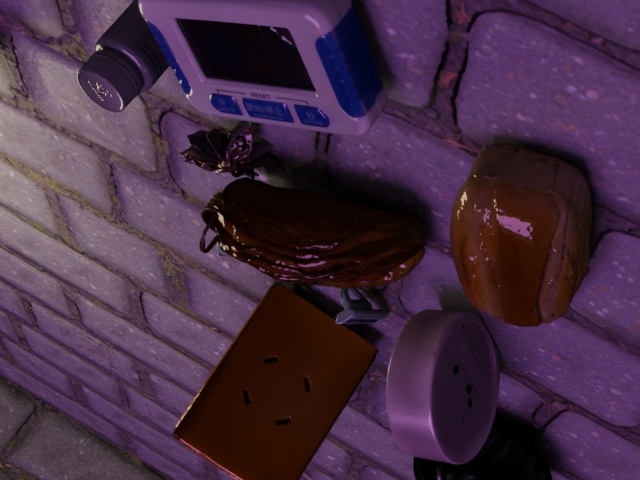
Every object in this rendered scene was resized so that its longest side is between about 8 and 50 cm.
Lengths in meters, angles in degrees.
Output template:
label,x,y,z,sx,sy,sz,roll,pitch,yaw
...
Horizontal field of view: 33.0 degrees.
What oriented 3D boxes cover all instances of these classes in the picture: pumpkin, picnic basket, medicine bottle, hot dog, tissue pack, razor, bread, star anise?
label,x,y,z,sx,sy,sz,roll,pitch,yaw
pumpkin,0.245,0.361,1.647,0.220,0.162,0.220,27,148,19
picnic basket,-0.146,-0.019,1.541,0.072,0.083,0.072,27,152,16
medicine bottle,-0.214,-0.214,1.239,0.080,0.130,0.080,27,154,15
hot dog,0.000,0.000,1.343,0.272,0.122,0.196,15,-177,29
tissue pack,-0.068,0.236,1.647,0.194,0.275,0.145,34,166,3
razor,-0.036,0.048,1.575,0.277,0.056,0.111,26,-171,28
bread,0.212,0.005,1.147,0.140,0.106,0.236,19,151,25
star anise,-0.108,-0.118,1.370,0.124,0.056,0.129,15,154,-18

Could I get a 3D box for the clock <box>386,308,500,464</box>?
label,x,y,z,sx,sy,sz,roll,pitch,yaw
clock,0.163,0.190,1.416,0.068,0.197,0.197,2,140,34

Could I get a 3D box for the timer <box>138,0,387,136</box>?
label,x,y,z,sx,sy,sz,roll,pitch,yaw
timer,-0.058,-0.204,1.139,0.253,0.078,0.178,14,145,34
